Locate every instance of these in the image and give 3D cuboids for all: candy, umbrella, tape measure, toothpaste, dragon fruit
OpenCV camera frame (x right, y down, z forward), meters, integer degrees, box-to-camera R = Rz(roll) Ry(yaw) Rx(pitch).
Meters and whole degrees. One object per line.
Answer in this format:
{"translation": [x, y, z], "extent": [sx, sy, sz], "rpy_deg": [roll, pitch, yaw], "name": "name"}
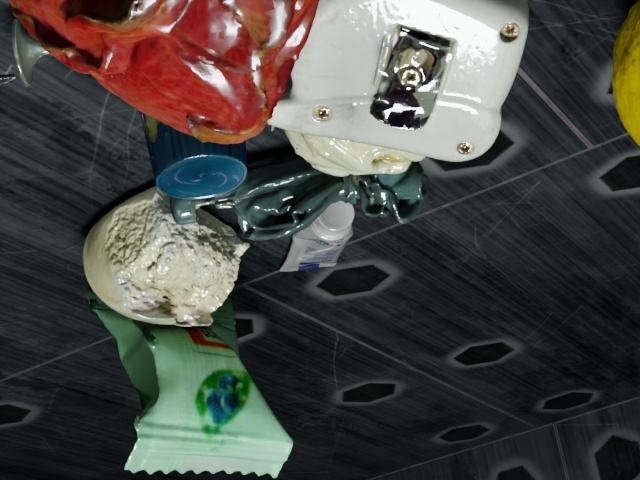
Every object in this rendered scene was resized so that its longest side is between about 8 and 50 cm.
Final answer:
{"translation": [-0.210, 0.194, 2.000], "extent": [0.263, 0.398, 0.172], "rpy_deg": [17, 112, -30], "name": "candy"}
{"translation": [-0.029, -0.064, 1.768], "extent": [0.349, 0.143, 0.094], "rpy_deg": [-11, 115, -3], "name": "umbrella"}
{"translation": [0.085, -0.204, 1.434], "extent": [0.258, 0.130, 0.265], "rpy_deg": [12, 134, -1], "name": "tape measure"}
{"translation": [0.000, 0.000, 2.025], "extent": [0.096, 0.061, 0.266], "rpy_deg": [-6, 162, -12], "name": "toothpaste"}
{"translation": [-0.179, -0.190, 1.266], "extent": [0.329, 0.228, 0.286], "rpy_deg": [6, 128, -18], "name": "dragon fruit"}

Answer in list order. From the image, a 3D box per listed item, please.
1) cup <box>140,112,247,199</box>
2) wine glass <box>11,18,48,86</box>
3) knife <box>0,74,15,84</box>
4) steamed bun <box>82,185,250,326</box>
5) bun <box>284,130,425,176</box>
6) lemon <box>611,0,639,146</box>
{"translation": [-0.139, -0.149, 1.526], "extent": [0.131, 0.155, 0.176], "rpy_deg": [6, 152, -31], "name": "cup"}
{"translation": [-0.233, -0.220, 1.430], "extent": [0.195, 0.079, 0.079], "rpy_deg": [-8, 155, 0], "name": "wine glass"}
{"translation": [-0.441, -0.172, 1.537], "extent": [0.170, 0.010, 0.023], "rpy_deg": [-14, 161, 5], "name": "knife"}
{"translation": [-0.211, 0.042, 1.889], "extent": [0.200, 0.170, 0.225], "rpy_deg": [-31, 150, 30], "name": "steamed bun"}
{"translation": [0.063, -0.149, 1.632], "extent": [0.231, 0.133, 0.231], "rpy_deg": [-10, 155, -5], "name": "bun"}
{"translation": [0.473, -0.205, 1.519], "extent": [0.268, 0.268, 0.322], "rpy_deg": [-6, 172, -7], "name": "lemon"}
